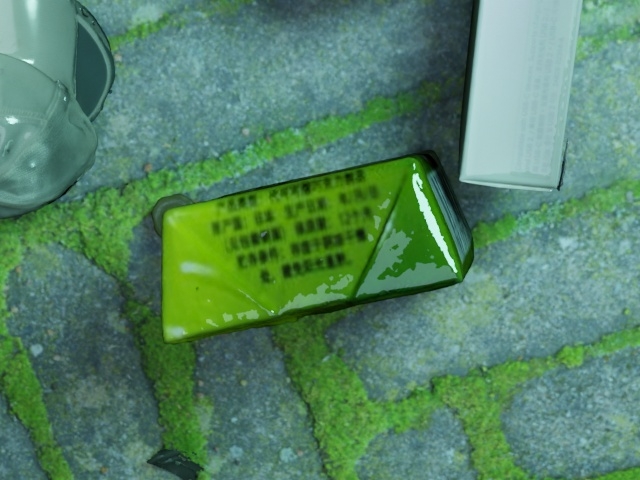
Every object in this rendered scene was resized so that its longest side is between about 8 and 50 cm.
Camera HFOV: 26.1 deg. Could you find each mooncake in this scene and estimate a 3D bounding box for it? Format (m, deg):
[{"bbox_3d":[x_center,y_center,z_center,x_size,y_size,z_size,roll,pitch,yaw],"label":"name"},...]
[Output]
[{"bbox_3d":[-0.162,0.122,1.570,0.150,0.057,0.347,24,111,11],"label":"mooncake"}]

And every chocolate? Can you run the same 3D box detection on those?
[{"bbox_3d":[0.000,0.000,1.397,0.288,0.301,0.137,-12,92,9],"label":"chocolate"}]

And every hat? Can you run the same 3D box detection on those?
[{"bbox_3d":[-0.342,-0.156,1.453,0.232,0.161,0.275,6,104,0],"label":"hat"}]

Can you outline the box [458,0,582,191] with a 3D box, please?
[{"bbox_3d":[0.198,-0.192,1.358,0.106,0.203,0.252,7,108,5],"label":"box"}]
